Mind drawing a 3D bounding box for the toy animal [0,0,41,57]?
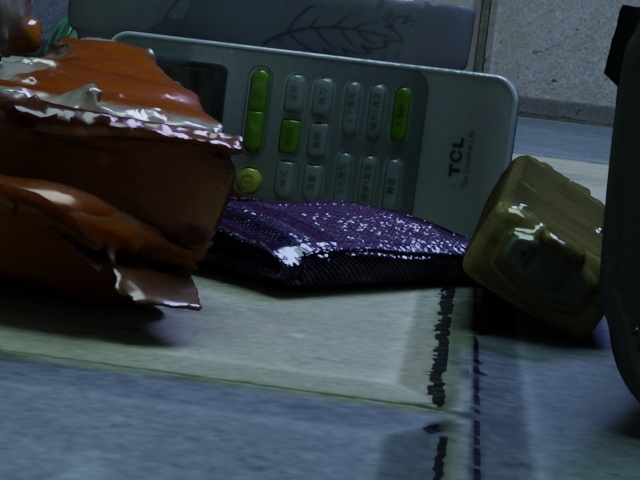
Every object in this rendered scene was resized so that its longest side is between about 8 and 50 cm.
[{"bbox_3d":[-0.302,-0.107,0.704,0.358,0.188,0.226,0,9,-11],"label":"toy animal"}]

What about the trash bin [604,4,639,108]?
[{"bbox_3d":[0.375,-0.086,1.092,0.301,0.203,0.252,3,19,-29],"label":"trash bin"}]

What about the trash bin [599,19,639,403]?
[{"bbox_3d":[0.214,-0.032,0.579,0.219,0.220,0.250,8,14,24],"label":"trash bin"}]

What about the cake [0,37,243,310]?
[{"bbox_3d":[-0.119,-0.036,0.689,0.135,0.098,0.287,5,8,-13],"label":"cake"}]

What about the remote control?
[{"bbox_3d":[-0.011,-0.061,0.961,0.250,0.103,0.034,9,5,13],"label":"remote control"}]

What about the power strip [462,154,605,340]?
[{"bbox_3d":[0.109,-0.002,0.794,0.064,0.044,0.305,32,11,3],"label":"power strip"}]

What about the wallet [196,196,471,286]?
[{"bbox_3d":[0.000,-0.001,0.787,0.111,0.030,0.166,12,9,40],"label":"wallet"}]

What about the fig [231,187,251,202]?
[{"bbox_3d":[-0.069,-0.031,0.930,0.083,0.050,0.050,25,2,-16],"label":"fig"}]

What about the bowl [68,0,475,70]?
[{"bbox_3d":[-0.040,-0.111,1.147,0.287,0.144,0.287,7,7,-1],"label":"bowl"}]

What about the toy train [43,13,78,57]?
[{"bbox_3d":[-0.100,-0.233,1.536,0.179,0.272,0.442,12,9,21],"label":"toy train"}]
